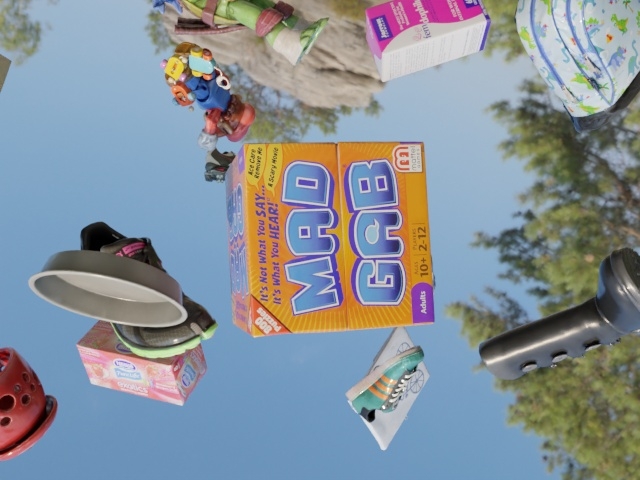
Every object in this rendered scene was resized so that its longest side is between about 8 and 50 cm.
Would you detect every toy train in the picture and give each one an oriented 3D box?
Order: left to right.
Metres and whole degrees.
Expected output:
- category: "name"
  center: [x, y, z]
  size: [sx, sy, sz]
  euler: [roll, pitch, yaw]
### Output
- category: "toy train"
  center: [-0.262, -0.345, 1.372]
  size: [0.125, 0.166, 0.046]
  euler: [53, -138, -31]

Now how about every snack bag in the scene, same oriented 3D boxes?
- category: "snack bag"
  center: [0.235, 0.489, 2.185]
  size: [0.037, 0.323, 0.342]
  euler: [11, -127, 41]

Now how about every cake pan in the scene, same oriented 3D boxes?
- category: "cake pan"
  center: [-0.394, 0.094, 1.243]
  size: [0.293, 0.293, 0.054]
  euler: [14, -115, -13]

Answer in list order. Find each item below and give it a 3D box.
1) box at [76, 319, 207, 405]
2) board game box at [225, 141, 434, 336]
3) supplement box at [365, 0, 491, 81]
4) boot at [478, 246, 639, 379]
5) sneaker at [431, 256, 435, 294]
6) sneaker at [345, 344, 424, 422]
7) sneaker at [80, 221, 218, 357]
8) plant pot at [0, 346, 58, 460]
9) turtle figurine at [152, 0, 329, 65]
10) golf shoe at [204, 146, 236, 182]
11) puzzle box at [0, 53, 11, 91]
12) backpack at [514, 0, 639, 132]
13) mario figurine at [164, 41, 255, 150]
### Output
- category: "box"
  center: [-0.476, 0.313, 1.758]
  size: [0.300, 0.154, 0.142]
  euler: [8, -144, 20]
- category: "board game box"
  center: [0.000, 0.000, 1.386]
  size: [0.356, 0.356, 0.356]
  euler: [-2, 177, -14]
- category: "supplement box"
  center: [0.209, -0.418, 1.303]
  size: [0.220, 0.114, 0.111]
  euler: [-19, -105, 1]
- category: "boot"
  center: [0.573, 0.194, 1.556]
  size: [0.367, 0.445, 0.146]
  euler: [30, -134, -42]
- category: "sneaker"
  center: [0.282, 0.099, 1.766]
  size: [0.053, 0.144, 0.059]
  euler: [3, -176, 30]
- category: "sneaker"
  center: [0.203, 0.408, 1.852]
  size: [0.108, 0.302, 0.121]
  euler: [-13, -117, -50]
- category: "sneaker"
  center: [-0.429, 0.105, 1.515]
  size: [0.483, 0.202, 0.185]
  euler: [28, -133, 33]
- category: "plant pot"
  center: [-0.664, 0.346, 1.357]
  size: [0.191, 0.174, 0.191]
  euler: [-23, -155, 12]
- category: "turtle figurine"
  center: [-0.102, -0.411, 0.998]
  size: [0.266, 0.274, 0.198]
  euler: [33, 175, -6]
- category: "golf shoe"
  center: [-0.293, -0.252, 2.284]
  size: [0.105, 0.120, 0.273]
  euler: [-13, 167, 30]
- category: "puzzle box"
  center: [-0.719, -0.271, 1.143]
  size: [0.272, 0.052, 0.408]
  euler: [33, -148, -35]
- category: "backpack"
  center: [0.608, -0.470, 1.489]
  size: [0.355, 0.290, 0.273]
  euler: [41, 169, -10]
- category: "mario figurine"
  center: [-0.314, -0.379, 1.785]
  size: [0.170, 0.198, 0.320]
  euler: [43, 175, 38]
